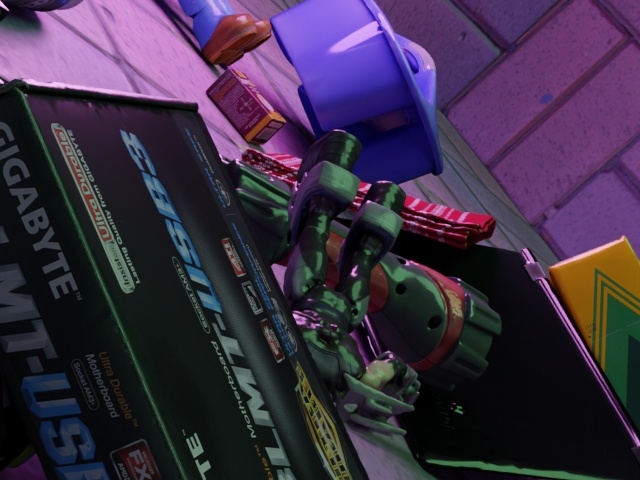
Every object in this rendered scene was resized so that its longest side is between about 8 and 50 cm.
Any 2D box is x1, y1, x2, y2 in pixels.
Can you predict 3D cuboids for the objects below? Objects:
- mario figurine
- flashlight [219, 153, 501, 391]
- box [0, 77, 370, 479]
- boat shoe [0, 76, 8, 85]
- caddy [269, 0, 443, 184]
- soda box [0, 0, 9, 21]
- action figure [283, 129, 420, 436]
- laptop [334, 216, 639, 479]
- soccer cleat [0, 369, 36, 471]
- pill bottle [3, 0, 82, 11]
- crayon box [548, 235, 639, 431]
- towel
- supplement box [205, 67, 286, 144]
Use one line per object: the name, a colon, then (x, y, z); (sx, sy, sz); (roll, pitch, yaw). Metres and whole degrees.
mario figurine: (-0.168, -0.393, 1.849); (0.320, 0.170, 0.198); (55, -23, 0)
flashlight: (0.023, 0.036, 1.278); (0.304, 0.103, 0.103); (28, -8, -31)
box: (-0.073, 0.065, 0.765); (0.295, 0.073, 0.293); (66, 10, 2)
boat shoe: (-0.240, -0.083, 0.822); (0.069, 0.081, 0.228); (53, 15, 9)
caddy: (0.064, -0.208, 1.903); (0.341, 0.179, 0.241); (-114, 180, -56)
soda box: (-0.306, -0.220, 1.102); (0.169, 0.053, 0.060); (54, 14, 31)
action figure: (0.002, 0.051, 1.098); (0.185, 0.099, 0.285); (34, 42, -16)
laptop: (0.191, 0.197, 1.544); (0.382, 0.236, 0.408); (-112, -175, -50)
soccer cleat: (-0.157, 0.080, 0.649); (0.072, 0.060, 0.179); (46, 9, -14)
pill bottle: (-0.260, -0.248, 1.294); (0.078, 0.078, 0.137); (49, 12, 7)
crayon box: (0.384, 0.196, 1.714); (0.363, 0.106, 0.313); (60, 5, -70)
towel: (0.057, -0.050, 1.581); (0.275, 0.031, 0.199); (19, 7, 11)
supplement box: (-0.088, -0.158, 1.697); (0.083, 0.043, 0.055); (49, 13, 11)
